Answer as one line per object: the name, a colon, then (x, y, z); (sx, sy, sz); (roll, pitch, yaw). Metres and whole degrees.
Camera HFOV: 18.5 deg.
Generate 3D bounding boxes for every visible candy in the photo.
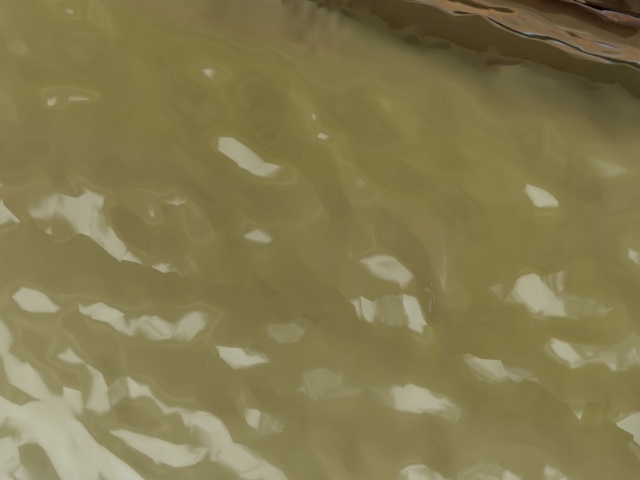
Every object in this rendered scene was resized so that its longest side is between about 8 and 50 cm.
candy: (0.000, 0.000, 0.537); (0.321, 0.179, 0.135); (22, -159, 19)
